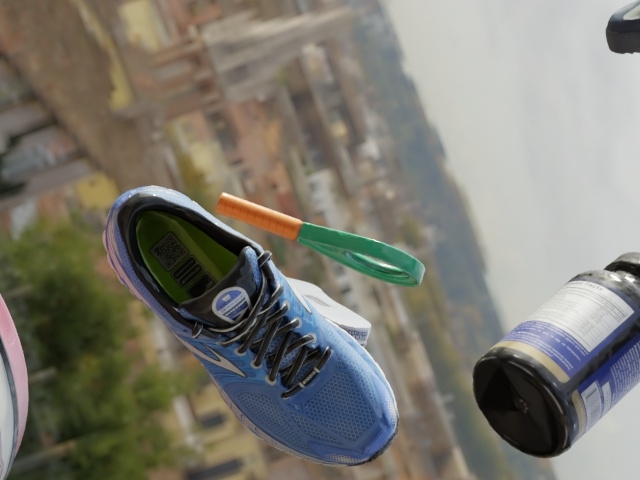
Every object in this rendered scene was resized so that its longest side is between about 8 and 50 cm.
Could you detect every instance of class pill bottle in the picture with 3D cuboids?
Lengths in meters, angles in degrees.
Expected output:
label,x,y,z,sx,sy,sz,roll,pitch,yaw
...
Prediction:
label,x,y,z,sx,sy,sz,roll,pitch,yaw
pill bottle,0.260,0.106,1.873,0.123,0.219,0.123,32,-38,30

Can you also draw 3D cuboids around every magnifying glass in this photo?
label,x,y,z,sx,sy,sz,roll,pitch,yaw
magnifying glass,0.000,0.000,2.024,0.092,0.231,0.026,110,2,-77

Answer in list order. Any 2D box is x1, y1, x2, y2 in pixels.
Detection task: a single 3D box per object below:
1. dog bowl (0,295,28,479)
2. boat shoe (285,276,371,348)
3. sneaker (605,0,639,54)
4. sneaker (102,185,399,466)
label,x,y,z,sx,sy,sz,roll,pitch,yaw
dog bowl,-0.432,0.120,1.656,0.150,0.408,0.408,-46,119,-56
boat shoe,-0.026,0.108,2.440,0.258,0.095,0.084,33,-68,62
sneaker,0.436,-0.314,2.056,0.131,0.319,0.112,58,19,-18
sneaker,-0.068,0.078,1.679,0.330,0.130,0.147,41,-4,3
